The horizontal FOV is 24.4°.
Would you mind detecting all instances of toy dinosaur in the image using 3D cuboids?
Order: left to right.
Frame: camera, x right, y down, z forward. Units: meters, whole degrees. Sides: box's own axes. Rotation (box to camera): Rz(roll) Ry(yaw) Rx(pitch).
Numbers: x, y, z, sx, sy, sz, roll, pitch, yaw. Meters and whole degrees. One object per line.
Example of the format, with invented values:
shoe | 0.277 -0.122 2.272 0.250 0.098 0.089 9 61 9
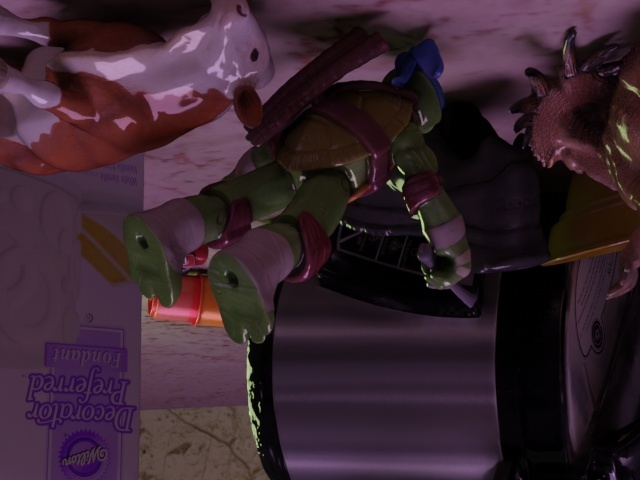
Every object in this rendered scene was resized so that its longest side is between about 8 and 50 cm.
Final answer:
toy dinosaur | 0.244 -0.098 1.057 0.127 0.200 0.296 -14 157 -40

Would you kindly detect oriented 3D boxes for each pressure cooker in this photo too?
pressure cooker | 0.181 0.128 1.536 0.420 0.370 0.375 -2 172 27

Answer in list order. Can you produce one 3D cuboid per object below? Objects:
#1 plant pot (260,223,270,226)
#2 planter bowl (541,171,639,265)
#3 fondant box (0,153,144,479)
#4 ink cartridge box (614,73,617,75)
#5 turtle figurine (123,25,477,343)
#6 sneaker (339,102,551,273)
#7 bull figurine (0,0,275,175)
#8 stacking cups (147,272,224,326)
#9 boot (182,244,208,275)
plant pot | -0.031 0.015 1.714 0.083 0.081 0.081 22 158 -36
planter bowl | 0.287 -0.046 1.282 0.217 0.090 0.217 -13 176 -1
fondant box | -0.283 0.060 1.316 0.238 0.330 0.096 7 167 -30
ink cartridge box | 0.352 -0.123 1.152 0.232 0.066 0.189 24 165 -7
turtle figurine | 0.000 0.000 1.097 0.266 0.198 0.275 -33 163 -38
sneaker | 0.099 -0.060 1.292 0.109 0.130 0.286 -11 -162 -34
bull figurine | -0.175 -0.111 1.067 0.188 0.101 0.310 14 160 -35
stacking cups | -0.078 0.083 2.051 0.316 0.096 0.096 9 166 -15
boot | -0.216 0.003 1.649 0.176 0.088 0.244 0 176 0
